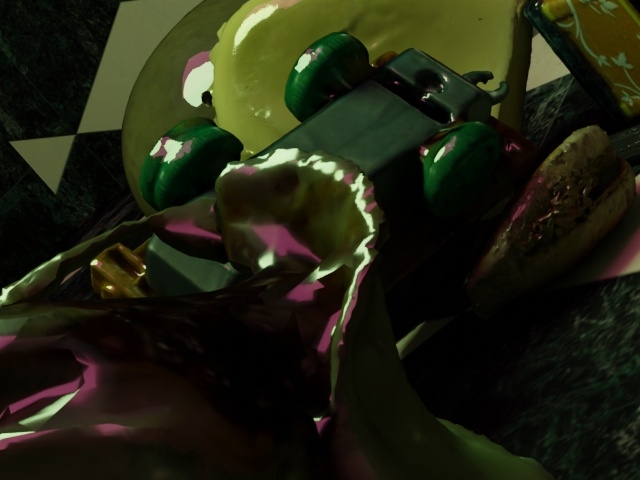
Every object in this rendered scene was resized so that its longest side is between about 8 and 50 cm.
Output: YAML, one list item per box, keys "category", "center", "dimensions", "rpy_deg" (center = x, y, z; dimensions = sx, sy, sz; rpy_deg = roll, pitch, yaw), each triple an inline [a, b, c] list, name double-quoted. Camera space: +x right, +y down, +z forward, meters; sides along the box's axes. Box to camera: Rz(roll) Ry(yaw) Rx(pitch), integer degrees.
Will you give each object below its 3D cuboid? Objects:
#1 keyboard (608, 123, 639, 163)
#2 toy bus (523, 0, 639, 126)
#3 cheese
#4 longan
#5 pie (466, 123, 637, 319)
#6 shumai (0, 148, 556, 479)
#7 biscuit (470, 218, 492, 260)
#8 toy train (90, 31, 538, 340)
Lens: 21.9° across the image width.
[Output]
- category: "keyboard"
  center: [0.280, -0.086, 1.429]
  dimensions: [0.061, 0.013, 0.204]
  rpy_deg: [-48, 15, -31]
- category: "toy bus"
  center: [0.361, -0.272, 1.506]
  dimensions: [0.323, 0.162, 0.194]
  rpy_deg: [-48, 14, -23]
- category: "cheese"
  center: [0.041, -0.147, 1.546]
  dimensions: [0.128, 0.315, 0.260]
  rpy_deg: [58, -138, -65]
- category: "longan"
  center: [-0.047, -0.124, 1.804]
  dimensions: [0.361, 0.361, 0.361]
  rpy_deg: [-38, 12, 10]
- category: "pie"
  center: [0.180, -0.011, 1.321]
  dimensions: [0.193, 0.079, 0.163]
  rpy_deg: [-46, -1, -37]
- category: "shumai"
  center: [-0.064, 0.159, 0.741]
  dimensions: [0.395, 0.348, 0.395]
  rpy_deg: [-26, 28, 15]
- category: "biscuit"
  center: [0.044, 0.046, 1.613]
  dimensions: [0.305, 0.038, 0.305]
  rpy_deg: [-38, 12, 10]
- category: "toy train"
  center: [0.000, 0.000, 1.315]
  dimensions: [0.429, 0.178, 0.249]
  rpy_deg: [-37, -29, -31]
